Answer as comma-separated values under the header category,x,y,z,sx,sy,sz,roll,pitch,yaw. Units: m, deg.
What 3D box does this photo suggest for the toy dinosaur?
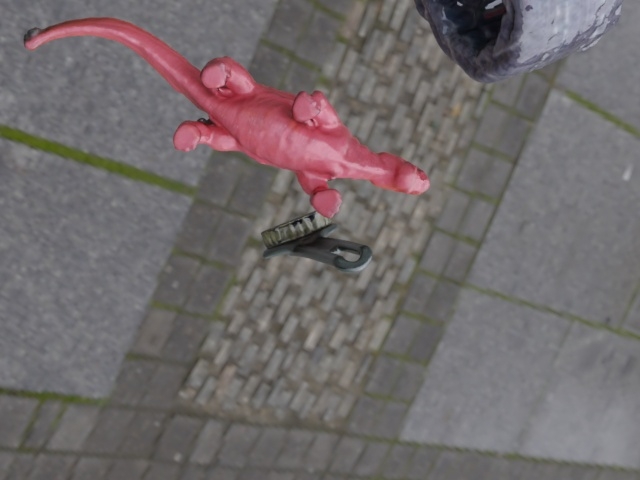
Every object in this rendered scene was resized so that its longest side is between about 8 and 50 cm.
category,x,y,z,sx,sy,sz,roll,pitch,yaw
toy dinosaur,-0.052,-0.092,0.985,0.070,0.286,0.139,-69,168,12

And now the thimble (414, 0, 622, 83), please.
category,x,y,z,sx,sy,sz,roll,pitch,yaw
thimble,0.128,-0.185,0.953,0.098,0.150,0.150,-23,130,-18

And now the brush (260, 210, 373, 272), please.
category,x,y,z,sx,sy,sz,roll,pitch,yaw
brush,0.000,0.000,0.970,0.062,0.266,0.027,-22,96,-8
